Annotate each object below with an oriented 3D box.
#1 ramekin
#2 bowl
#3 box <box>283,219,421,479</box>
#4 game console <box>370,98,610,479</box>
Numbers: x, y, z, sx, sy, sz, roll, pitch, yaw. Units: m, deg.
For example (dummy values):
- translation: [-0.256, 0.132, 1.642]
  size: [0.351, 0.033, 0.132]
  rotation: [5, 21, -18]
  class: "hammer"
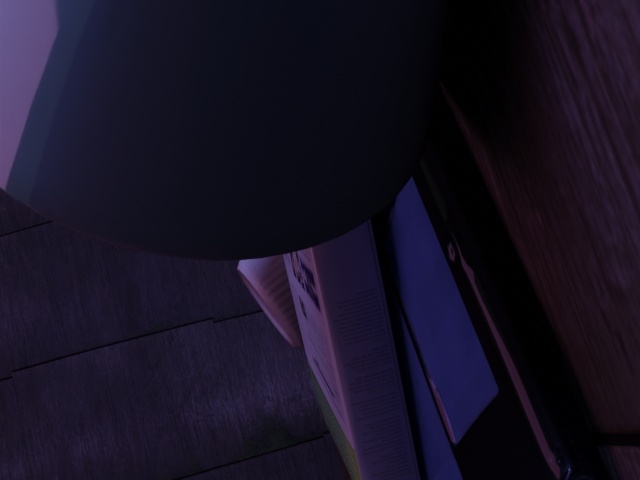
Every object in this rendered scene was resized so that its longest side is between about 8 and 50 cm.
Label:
- translation: [-0.050, 0.082, 1.286]
  size: [0.207, 0.109, 0.207]
  rotation: [51, 169, 14]
  class: "ramekin"
- translation: [-0.053, -0.161, 0.397]
  size: [0.163, 0.312, 0.311]
  rotation: [120, 138, -53]
  class: "bowl"
- translation: [0.012, 0.059, 0.716]
  size: [0.232, 0.059, 0.321]
  rotation: [-133, 31, -74]
  class: "box"
- translation: [0.087, 0.078, 0.600]
  size: [0.342, 0.060, 0.386]
  rotation: [86, 167, -62]
  class: "game console"
